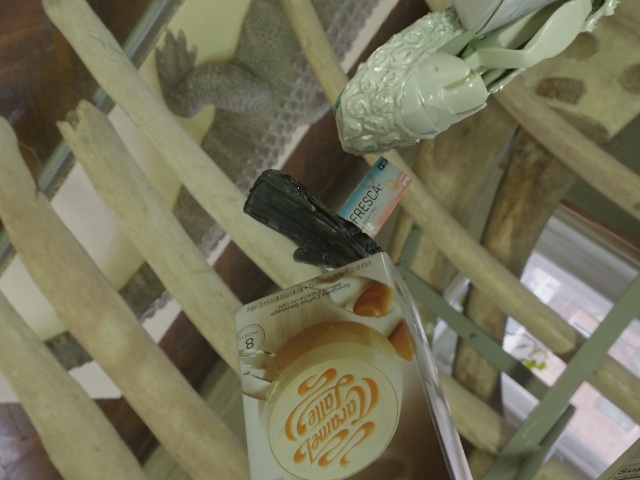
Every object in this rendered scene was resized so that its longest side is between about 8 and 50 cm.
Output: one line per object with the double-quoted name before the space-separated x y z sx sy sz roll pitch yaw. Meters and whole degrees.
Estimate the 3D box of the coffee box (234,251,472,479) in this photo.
"coffee box" 0.027 0.147 0.487 0.141 0.247 0.098 -23 137 10

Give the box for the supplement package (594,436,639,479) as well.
"supplement package" 0.207 0.165 0.206 0.262 0.200 0.198 -17 168 -40

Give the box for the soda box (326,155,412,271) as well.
"soda box" 0.058 -0.034 0.939 0.183 0.063 0.058 -53 -179 -31

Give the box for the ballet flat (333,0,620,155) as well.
"ballet flat" 0.201 -0.236 0.830 0.408 0.147 0.147 -36 153 -3

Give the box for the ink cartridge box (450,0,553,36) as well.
"ink cartridge box" 0.261 -0.390 0.737 0.278 0.202 0.117 -26 177 -7

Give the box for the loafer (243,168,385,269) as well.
"loafer" 0.000 0.000 0.812 0.078 0.223 0.076 -55 167 15
